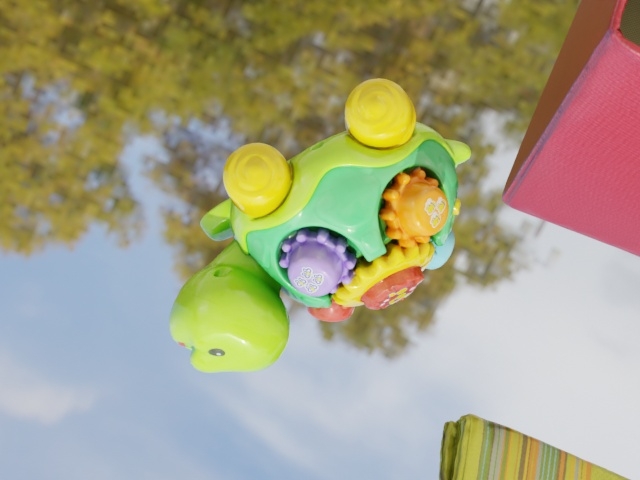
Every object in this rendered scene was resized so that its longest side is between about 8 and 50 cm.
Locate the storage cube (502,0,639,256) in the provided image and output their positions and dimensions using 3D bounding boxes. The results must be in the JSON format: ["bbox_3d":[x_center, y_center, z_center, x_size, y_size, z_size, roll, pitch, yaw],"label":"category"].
[{"bbox_3d":[0.209,-0.088,0.816,0.183,0.215,0.193,23,160,0],"label":"storage cube"}]

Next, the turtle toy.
[{"bbox_3d":[0.000,0.000,0.686,0.066,0.130,0.095,61,180,16],"label":"turtle toy"}]

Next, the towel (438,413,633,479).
[{"bbox_3d":[0.147,0.171,0.949,0.237,0.102,0.021,25,155,-33],"label":"towel"}]
